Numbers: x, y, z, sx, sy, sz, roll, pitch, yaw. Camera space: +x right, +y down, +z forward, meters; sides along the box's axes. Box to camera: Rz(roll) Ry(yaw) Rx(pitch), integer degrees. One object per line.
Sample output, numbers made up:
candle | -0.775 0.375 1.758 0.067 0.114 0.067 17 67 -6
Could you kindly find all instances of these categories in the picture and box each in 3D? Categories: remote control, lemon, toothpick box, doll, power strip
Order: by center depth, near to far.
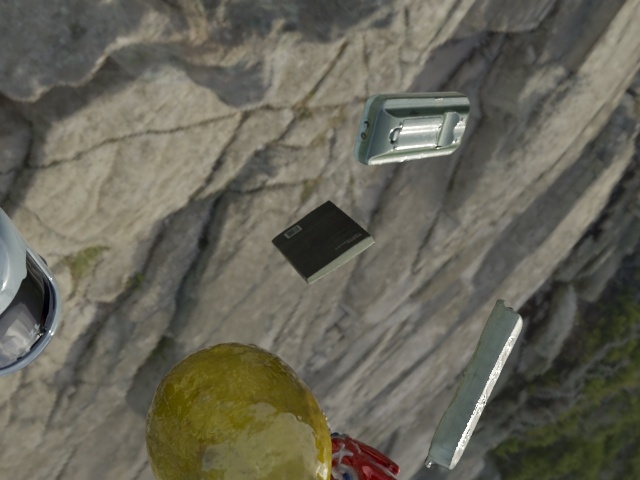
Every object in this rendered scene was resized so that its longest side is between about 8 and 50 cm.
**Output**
lemon | -0.121 0.306 1.385 0.285 0.316 0.285 -2 149 -1
toothpick box | -0.563 0.052 1.419 0.263 0.263 0.354 -36 163 -15
power strip | 0.238 0.227 1.434 0.286 0.048 0.080 -59 155 -19
remote control | 0.183 -0.211 1.737 0.335 0.065 0.128 -14 121 -52
doll | 0.062 0.471 1.951 0.188 0.384 0.099 0 112 -42

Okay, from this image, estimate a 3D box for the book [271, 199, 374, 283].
book | 0.000 0.000 1.906 0.160 0.228 0.024 -33 119 -7
